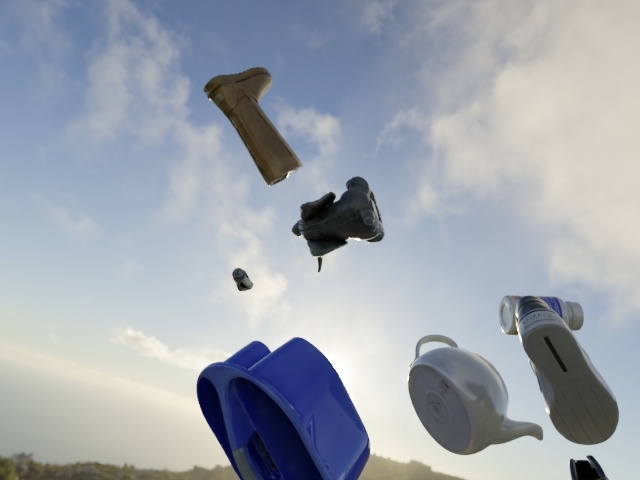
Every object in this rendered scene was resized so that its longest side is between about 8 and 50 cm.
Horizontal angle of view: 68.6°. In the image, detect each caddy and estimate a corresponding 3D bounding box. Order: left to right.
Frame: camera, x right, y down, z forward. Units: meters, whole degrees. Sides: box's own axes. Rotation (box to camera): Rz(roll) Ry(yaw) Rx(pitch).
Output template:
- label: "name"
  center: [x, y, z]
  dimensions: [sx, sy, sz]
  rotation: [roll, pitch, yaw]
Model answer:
- label: "caddy"
  center: [-0.070, 0.328, 0.789]
  dimensions: [0.241, 0.179, 0.342]
  rotation: [-15, -75, 42]

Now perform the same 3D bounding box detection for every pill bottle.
- label: "pill bottle"
  center: [0.833, 0.284, 1.774]
  dimensions: [0.271, 0.153, 0.152]
  rotation: [1, -23, 0]

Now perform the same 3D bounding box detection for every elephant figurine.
- label: "elephant figurine"
  center: [0.019, -0.035, 1.099]
  dimensions: [0.239, 0.170, 0.186]
  rotation: [-17, -34, 13]

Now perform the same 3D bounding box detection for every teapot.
- label: "teapot"
  center: [0.337, 0.350, 1.094]
  dimensions: [0.187, 0.256, 0.252]
  rotation: [-17, -5, -26]

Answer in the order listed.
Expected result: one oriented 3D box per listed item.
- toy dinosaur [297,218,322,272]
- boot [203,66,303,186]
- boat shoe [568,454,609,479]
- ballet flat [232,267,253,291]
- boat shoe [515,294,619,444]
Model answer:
- label: "toy dinosaur"
  center: [0.000, 0.000, 1.725]
  dimensions: [0.118, 0.064, 0.268]
  rotation: [-20, -53, 5]
- label: "boot"
  center: [-0.133, -0.278, 1.142]
  dimensions: [0.270, 0.236, 0.089]
  rotation: [54, -47, -1]
- label: "boat shoe"
  center: [0.740, 0.740, 1.228]
  dimensions: [0.127, 0.341, 0.158]
  rotation: [-25, -65, 19]
- label: "ballet flat"
  center: [-0.182, 0.102, 1.125]
  dimensions: [0.041, 0.041, 0.114]
  rotation: [12, -23, 9]
- label: "boat shoe"
  center: [0.465, 0.241, 0.885]
  dimensions: [0.121, 0.119, 0.335]
  rotation: [-20, -67, 23]
